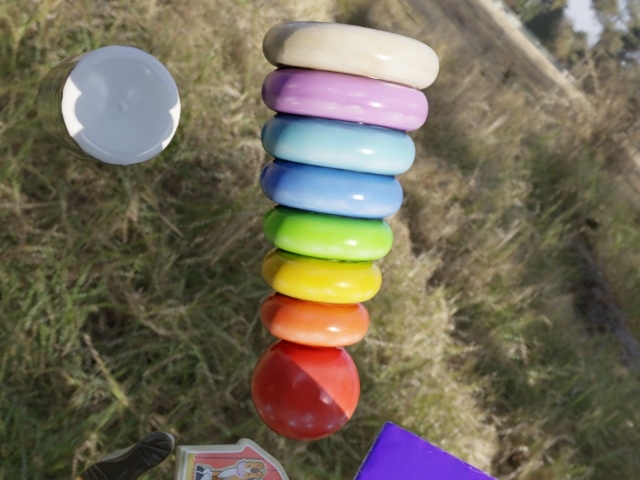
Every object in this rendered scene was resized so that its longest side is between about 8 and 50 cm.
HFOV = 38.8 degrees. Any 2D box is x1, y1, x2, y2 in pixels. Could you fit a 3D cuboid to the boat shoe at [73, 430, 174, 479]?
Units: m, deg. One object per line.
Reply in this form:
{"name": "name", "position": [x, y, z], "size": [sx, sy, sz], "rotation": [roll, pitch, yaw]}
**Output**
{"name": "boat shoe", "position": [-0.269, 0.311, 1.243], "size": [0.056, 0.153, 0.048], "rotation": [55, -7, 7]}

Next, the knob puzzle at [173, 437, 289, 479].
{"name": "knob puzzle", "position": [-0.098, 0.346, 1.137], "size": [0.213, 0.213, 0.030], "rotation": [38, -26, -30]}

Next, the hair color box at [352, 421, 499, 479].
{"name": "hair color box", "position": [0.044, 0.248, 0.577], "size": [0.110, 0.185, 0.339], "rotation": [27, -17, 13]}

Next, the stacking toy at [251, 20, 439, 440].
{"name": "stacking toy", "position": [0.000, 0.000, 0.730], "size": [0.141, 0.330, 0.141], "rotation": [9, 6, -1]}

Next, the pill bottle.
{"name": "pill bottle", "position": [-0.260, -0.158, 1.071], "size": [0.130, 0.130, 0.246], "rotation": [40, -10, -25]}
